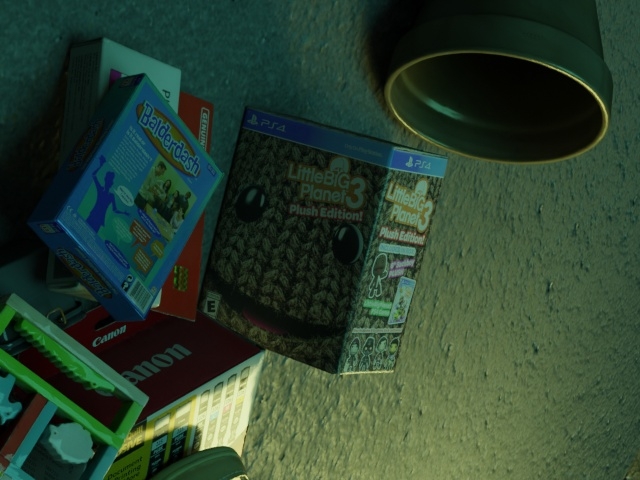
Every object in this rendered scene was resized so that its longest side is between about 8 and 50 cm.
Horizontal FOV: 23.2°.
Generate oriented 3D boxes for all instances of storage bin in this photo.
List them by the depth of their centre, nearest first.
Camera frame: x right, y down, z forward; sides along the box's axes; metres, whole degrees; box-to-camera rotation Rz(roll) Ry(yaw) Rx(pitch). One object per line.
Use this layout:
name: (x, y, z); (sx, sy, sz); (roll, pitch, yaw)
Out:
storage bin: (-0.322, 0.058, 1.666); (0.135, 0.098, 0.091); (-30, 119, -47)

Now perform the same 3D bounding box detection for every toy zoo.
toy zoo: (-0.318, 0.225, 1.568); (0.192, 0.030, 0.293); (41, 61, -21)

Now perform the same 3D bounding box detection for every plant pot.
plant pot: (0.270, -0.305, 2.233); (0.323, 0.323, 0.280); (46, 50, -55)

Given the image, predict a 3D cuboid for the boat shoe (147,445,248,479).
boat shoe: (-0.186, 0.358, 1.747); (0.341, 0.110, 0.122); (-37, 147, -38)

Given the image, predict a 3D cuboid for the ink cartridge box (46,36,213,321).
ink cartridge box: (-0.189, -0.059, 1.737); (0.239, 0.060, 0.275); (18, 72, -49)

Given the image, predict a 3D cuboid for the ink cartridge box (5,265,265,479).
ink cartridge box: (-0.215, 0.203, 1.811); (0.309, 0.130, 0.272); (-28, 140, -48)

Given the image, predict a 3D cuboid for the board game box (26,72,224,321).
board game box: (-0.199, -0.045, 1.634); (0.160, 0.047, 0.210); (53, 48, -34)

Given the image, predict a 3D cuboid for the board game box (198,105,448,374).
board game box: (0.000, 0.000, 1.993); (0.141, 0.232, 0.291); (5, 100, -58)
